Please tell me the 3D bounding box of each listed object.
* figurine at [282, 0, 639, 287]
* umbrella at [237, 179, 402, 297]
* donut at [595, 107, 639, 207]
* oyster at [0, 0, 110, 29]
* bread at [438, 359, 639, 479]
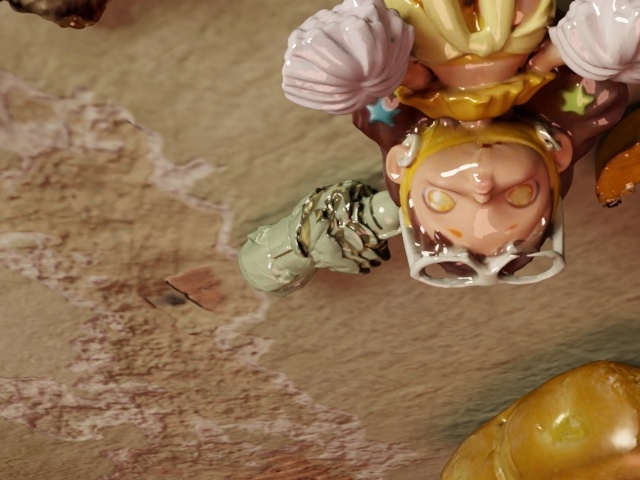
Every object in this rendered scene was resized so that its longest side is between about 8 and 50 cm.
[{"bbox_3d":[0.074,-0.086,0.363,0.174,0.116,0.240,-6,137,6],"label":"figurine"},{"bbox_3d":[0.000,0.000,0.524,0.143,0.062,0.067,-22,106,37],"label":"umbrella"},{"bbox_3d":[0.204,-0.055,0.463,0.067,0.038,0.083,2,148,-5],"label":"donut"},{"bbox_3d":[-0.110,-0.146,0.342,0.103,0.051,0.148,21,129,-35],"label":"oyster"},{"bbox_3d":[0.314,0.232,0.756,0.336,0.148,0.328,15,137,-14],"label":"bread"}]
